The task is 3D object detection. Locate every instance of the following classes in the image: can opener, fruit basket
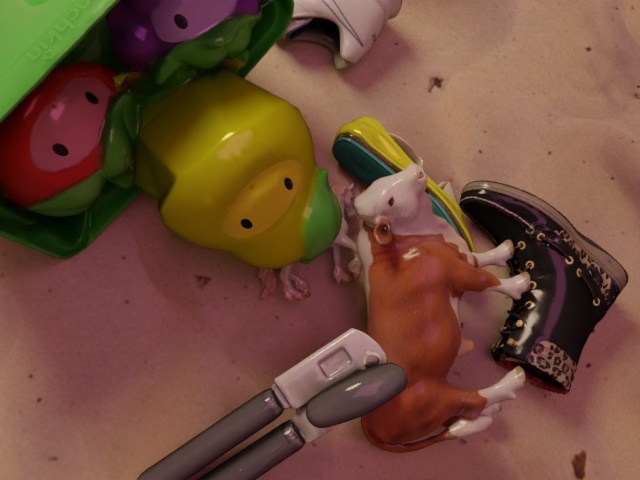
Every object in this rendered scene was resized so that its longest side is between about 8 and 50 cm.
[{"bbox_3d":[-0.050,0.182,0.695,0.280,0.093,0.074,-33,85,-2],"label":"can opener"},{"bbox_3d":[-0.141,-0.118,0.666,0.392,0.283,0.391,-1,78,7],"label":"fruit basket"}]

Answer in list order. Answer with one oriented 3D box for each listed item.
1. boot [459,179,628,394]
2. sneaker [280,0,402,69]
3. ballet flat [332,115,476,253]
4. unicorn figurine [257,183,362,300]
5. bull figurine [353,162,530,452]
[{"bbox_3d":[0.241,0.053,0.855,0.236,0.085,0.178,34,71,-7],"label":"boot"},{"bbox_3d":[-0.047,-0.320,0.856,0.297,0.111,0.129,28,75,-7],"label":"sneaker"},{"bbox_3d":[0.114,-0.061,0.855,0.231,0.077,0.077,45,51,0],"label":"ballet flat"},{"bbox_3d":[0.000,0.000,0.806,0.162,0.060,0.111,-18,86,-24],"label":"unicorn figurine"},{"bbox_3d":[0.121,0.074,0.770,0.189,0.101,0.310,3,98,-7],"label":"bull figurine"}]
